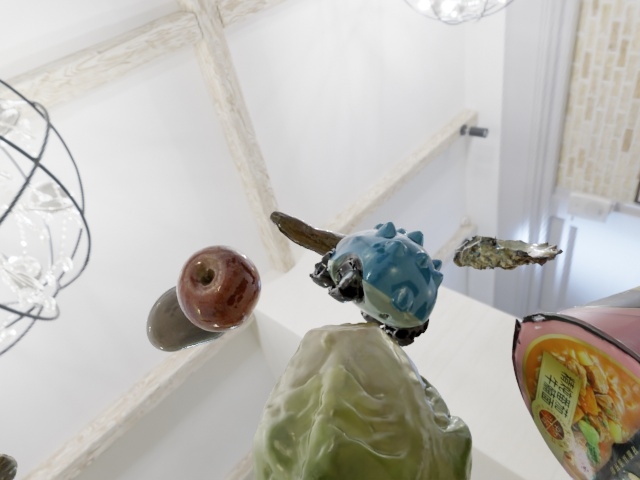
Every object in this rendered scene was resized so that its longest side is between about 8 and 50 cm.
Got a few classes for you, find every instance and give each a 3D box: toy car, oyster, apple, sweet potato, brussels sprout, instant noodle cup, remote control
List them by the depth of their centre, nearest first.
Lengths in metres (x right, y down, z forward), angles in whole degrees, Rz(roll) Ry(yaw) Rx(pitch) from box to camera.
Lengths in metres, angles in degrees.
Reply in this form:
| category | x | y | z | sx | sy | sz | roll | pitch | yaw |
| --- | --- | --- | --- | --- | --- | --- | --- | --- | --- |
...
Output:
| category | x | y | z | sx | sy | sz | roll | pitch | yaw |
| --- | --- | --- | --- | --- | --- | --- | --- | --- | --- |
| instant noodle cup | 0.371 | 0.135 | 0.469 | 0.255 | 0.244 | 0.243 | -22 | -53 | -14 |
| brussels sprout | 0.048 | 0.270 | 0.618 | 0.274 | 0.316 | 0.242 | -29 | -6 | -24 |
| toy car | 0.114 | 0.058 | 0.842 | 0.189 | 0.255 | 0.190 | 37 | -95 | -13 |
| apple | -0.233 | 0.115 | 1.090 | 0.201 | 0.201 | 0.162 | -55 | -30 | -13 |
| sweet potato | 0.000 | 0.000 | 1.095 | 0.274 | 0.075 | 0.075 | 21 | -88 | -30 |
| oyster | 0.485 | 0.032 | 1.232 | 0.198 | 0.260 | 0.092 | -88 | 2 | -83 |
| remote control | -0.386 | 0.229 | 1.448 | 0.332 | 0.104 | 0.220 | -7 | -69 | -51 |

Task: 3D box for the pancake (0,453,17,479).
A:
| category | x | y | z | sx | sy | sz | roll | pitch | yaw |
| --- | --- | --- | --- | --- | --- | --- | --- | --- | --- |
| pancake | -0.302 | 0.214 | 0.371 | 0.115 | 0.011 | 0.114 | -39 | -27 | -25 |
